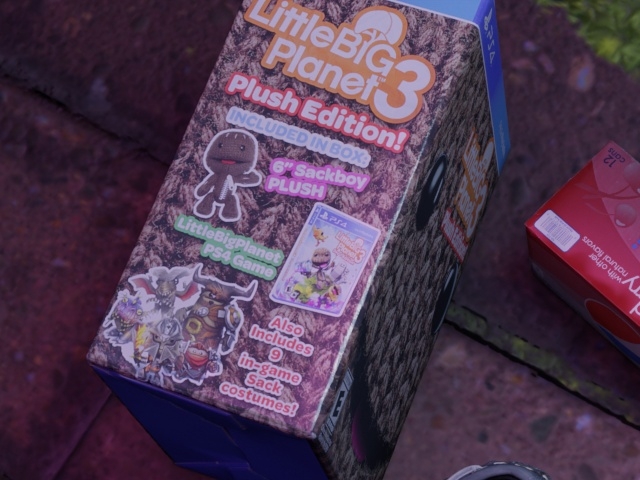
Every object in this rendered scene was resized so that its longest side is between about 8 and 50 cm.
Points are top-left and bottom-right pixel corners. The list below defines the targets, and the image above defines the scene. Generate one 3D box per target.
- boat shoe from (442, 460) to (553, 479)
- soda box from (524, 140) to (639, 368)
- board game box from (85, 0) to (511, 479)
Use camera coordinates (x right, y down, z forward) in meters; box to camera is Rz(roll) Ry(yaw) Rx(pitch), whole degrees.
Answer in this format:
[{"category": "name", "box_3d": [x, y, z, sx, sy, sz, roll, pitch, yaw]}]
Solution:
[{"category": "boat shoe", "box_3d": [0.010, 0.233, 1.154, 0.319, 0.099, 0.116, -31, 68, -3]}, {"category": "soda box", "box_3d": [0.249, 0.061, 1.185, 0.083, 0.092, 0.263, -43, 68, -9]}, {"category": "board game box", "box_3d": [0.000, 0.000, 1.177, 0.141, 0.232, 0.291, 18, 73, 15]}]
